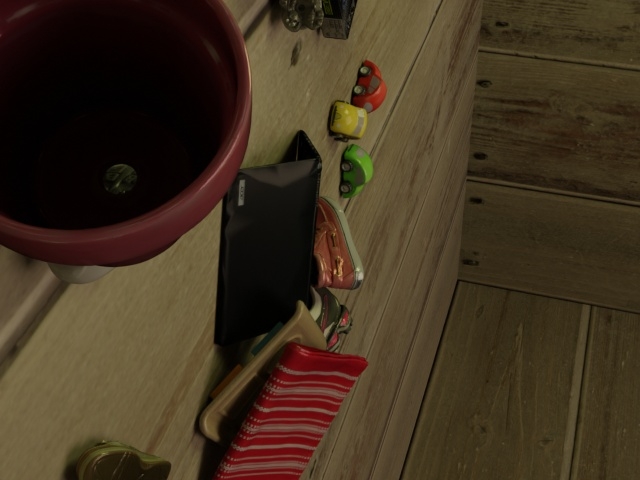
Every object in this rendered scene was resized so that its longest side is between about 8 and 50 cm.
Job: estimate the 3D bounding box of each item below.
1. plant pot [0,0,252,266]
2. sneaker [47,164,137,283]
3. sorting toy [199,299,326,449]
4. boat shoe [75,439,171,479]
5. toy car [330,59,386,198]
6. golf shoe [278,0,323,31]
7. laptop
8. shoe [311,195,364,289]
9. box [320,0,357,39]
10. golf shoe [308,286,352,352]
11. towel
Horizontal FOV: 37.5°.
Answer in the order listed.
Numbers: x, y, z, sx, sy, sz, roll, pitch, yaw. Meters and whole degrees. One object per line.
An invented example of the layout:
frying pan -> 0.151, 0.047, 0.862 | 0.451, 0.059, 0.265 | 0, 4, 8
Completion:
plant pot -> -0.147, -0.066, 0.635 | 0.180, 0.201, 0.201 | 106, -1, -71
sneaker -> -0.156, -0.025, 0.811 | 0.232, 0.090, 0.115 | -62, 161, -48
sorting toy -> -0.076, 0.185, 1.270 | 0.208, 0.038, 0.193 | -51, 159, -10
boat shoe -> -0.199, 0.221, 0.921 | 0.056, 0.048, 0.153 | -66, 158, -4
toy car -> 0.070, -0.175, 1.658 | 0.239, 0.053, 0.225 | -59, 155, -54
golf shoe -> -0.027, -0.352, 1.169 | 0.086, 0.069, 0.176 | -99, -168, -61
laptop -> -0.076, -0.013, 1.282 | 0.264, 0.137, 0.234 | -115, -150, -68
shoe -> 0.000, 0.000, 1.453 | 0.063, 0.081, 0.178 | -58, -137, 42
box -> 0.027, -0.414, 1.334 | 0.190, 0.045, 0.184 | 70, 34, -64
golf shoe -> -0.046, 0.180, 1.424 | 0.120, 0.105, 0.272 | 56, 41, -38
towel -> -0.049, 0.265, 1.282 | 0.199, 0.031, 0.274 | 22, 98, -57
